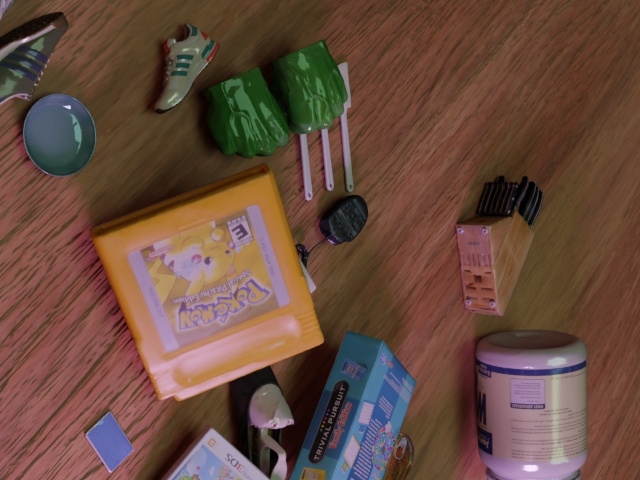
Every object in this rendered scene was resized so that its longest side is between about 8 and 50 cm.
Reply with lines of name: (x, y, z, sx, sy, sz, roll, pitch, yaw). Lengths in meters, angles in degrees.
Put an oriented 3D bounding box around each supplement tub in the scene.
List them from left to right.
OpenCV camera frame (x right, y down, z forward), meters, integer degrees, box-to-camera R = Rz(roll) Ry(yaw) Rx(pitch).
supplement tub: (0.455, 0.371, 2.214, 0.235, 0.235, 0.324, -9, 99, -45)

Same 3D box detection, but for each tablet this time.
tablet: (-0.325, 0.310, 1.586, 0.054, 0.006, 0.083, -45, 123, -34)

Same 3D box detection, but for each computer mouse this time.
computer mouse: (0.000, 0.000, 1.875, 0.242, 0.041, 0.071, -42, 112, -27)

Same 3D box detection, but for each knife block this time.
knife block: (0.406, 0.002, 2.240, 0.242, 0.088, 0.275, -18, 105, -42)

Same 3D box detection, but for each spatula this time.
spatula: (0.002, -0.199, 1.873, 0.168, 0.019, 0.242, -16, 105, -49)

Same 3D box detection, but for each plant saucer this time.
plant saucer: (-0.380, -0.151, 1.485, 0.119, 0.021, 0.119, -4, 95, -46)

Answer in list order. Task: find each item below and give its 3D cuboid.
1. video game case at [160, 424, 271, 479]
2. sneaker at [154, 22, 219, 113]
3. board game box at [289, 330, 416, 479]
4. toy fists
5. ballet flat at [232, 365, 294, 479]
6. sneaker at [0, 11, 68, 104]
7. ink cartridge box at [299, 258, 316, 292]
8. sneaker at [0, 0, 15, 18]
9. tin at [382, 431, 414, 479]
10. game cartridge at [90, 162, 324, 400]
video game case: (-0.182, 0.439, 1.662, 0.193, 0.023, 0.212, 46, 74, -20)
sneaker: (-0.228, -0.272, 1.615, 0.075, 0.057, 0.161, 41, 65, -20)
board game box: (0.056, 0.365, 1.867, 0.336, 0.079, 0.254, -68, 153, -17)
toy fists: (-0.073, -0.229, 1.731, 0.279, 0.096, 0.142, -29, 101, -34)
ballet flat: (-0.091, 0.331, 1.760, 0.095, 0.096, 0.280, -7, 98, -44)
sneaker: (-0.416, -0.236, 1.418, 0.192, 0.064, 0.086, -44, 129, -34)
ink cartridge box: (-0.124, 0.041, 1.694, 0.154, 0.093, 0.212, -42, 124, -23)
sneaker: (-0.440, -0.328, 1.345, 0.110, 0.118, 0.292, 45, 61, -35)
tin: (0.123, 0.465, 2.029, 0.106, 0.040, 0.189, 47, 61, -41)
game cartridge: (-0.164, 0.074, 1.585, 0.285, 0.052, 0.323, -22, 117, -9)
